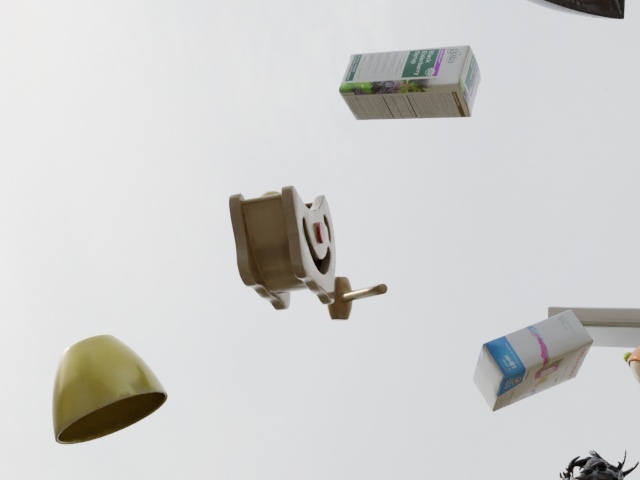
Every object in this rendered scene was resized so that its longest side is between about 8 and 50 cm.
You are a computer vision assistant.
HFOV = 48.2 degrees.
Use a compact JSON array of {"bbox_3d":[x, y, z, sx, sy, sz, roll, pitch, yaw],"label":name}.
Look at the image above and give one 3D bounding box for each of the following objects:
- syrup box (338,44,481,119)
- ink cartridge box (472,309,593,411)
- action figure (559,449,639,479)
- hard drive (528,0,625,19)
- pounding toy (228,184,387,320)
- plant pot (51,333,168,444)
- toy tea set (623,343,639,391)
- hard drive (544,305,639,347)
[{"bbox_3d":[0.164,-0.286,1.313,0.236,0.093,0.096,4,-28,31],"label":"syrup box"},{"bbox_3d":[0.253,0.144,0.855,0.122,0.052,0.088,-20,-37,-14],"label":"ink cartridge box"},{"bbox_3d":[0.598,0.582,1.639,0.275,0.164,0.141,-20,-65,-4],"label":"action figure"},{"bbox_3d":[0.418,-0.474,1.224,0.254,0.054,0.172,5,-92,-26],"label":"hard drive"},{"bbox_3d":[0.000,0.000,0.911,0.154,0.154,0.269,-9,-21,13],"label":"pounding toy"},{"bbox_3d":[-0.263,0.170,0.856,0.134,0.134,0.095,-41,-114,30],"label":"plant pot"},{"bbox_3d":[0.599,0.209,1.066,0.200,0.124,0.336,36,-12,8],"label":"toy tea set"},{"bbox_3d":[0.689,0.198,1.607,0.353,0.047,0.233,-1,-21,14],"label":"hard drive"}]
